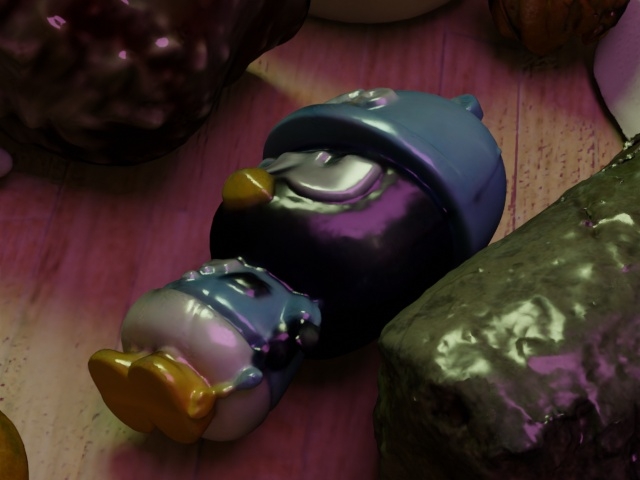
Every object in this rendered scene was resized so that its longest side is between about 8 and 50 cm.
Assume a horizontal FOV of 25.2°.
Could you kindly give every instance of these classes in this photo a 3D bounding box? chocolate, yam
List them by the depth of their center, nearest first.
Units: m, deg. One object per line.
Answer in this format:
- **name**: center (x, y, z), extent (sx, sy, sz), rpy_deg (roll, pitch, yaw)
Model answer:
- **yam**: center (0.167, 0.068, 0.818), extent (0.300, 0.195, 0.195), rpy_deg (-35, 67, -28)
- **chocolate**: center (-0.183, -0.180, 0.925), extent (0.340, 0.225, 0.210), rpy_deg (30, 53, -6)

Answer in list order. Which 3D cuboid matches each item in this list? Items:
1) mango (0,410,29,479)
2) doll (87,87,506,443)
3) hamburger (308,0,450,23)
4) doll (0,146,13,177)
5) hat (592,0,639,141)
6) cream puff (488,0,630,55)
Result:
- **mango**: center (-0.209, 0.152, 0.728), extent (0.115, 0.089, 0.165), rpy_deg (32, 46, 24)
- **doll**: center (0.000, 0.000, 0.867), extent (0.177, 0.141, 0.314), rpy_deg (2, 35, 50)
- **hamburger**: center (0.031, -0.308, 1.118), extent (0.276, 0.179, 0.294), rpy_deg (24, 49, 6)
- **doll**: center (-0.264, -0.054, 0.908), extent (0.135, 0.071, 0.113), rpy_deg (3, 32, -21)
- **hat**: center (0.360, -0.128, 1.071), extent (0.258, 0.168, 0.301), rpy_deg (-10, 50, -28)
- **cream puff**: center (0.193, -0.205, 1.110), extent (0.104, 0.133, 0.119), rpy_deg (42, 8, 36)
